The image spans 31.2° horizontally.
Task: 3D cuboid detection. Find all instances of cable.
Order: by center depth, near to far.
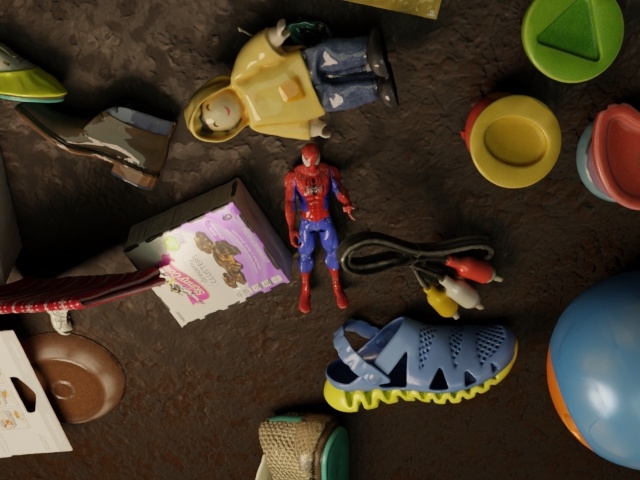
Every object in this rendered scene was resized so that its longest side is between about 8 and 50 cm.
[{"bbox_3d":[0.156,0.036,1.644,0.287,0.072,0.139,19,124,-45],"label":"cable"}]

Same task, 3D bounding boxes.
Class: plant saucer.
[{"bbox_3d":[-0.424,0.239,1.901,0.198,0.036,0.199,1,126,2],"label":"plant saucer"}]

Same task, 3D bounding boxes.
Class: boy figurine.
[{"bbox_3d":[-0.048,-0.203,1.492,0.285,0.092,0.177,-11,127,8],"label":"boy figurine"}]

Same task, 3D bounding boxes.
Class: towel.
[{"bbox_3d":[-0.389,0.074,1.654,0.274,0.199,0.031,-5,97,30],"label":"towel"}]

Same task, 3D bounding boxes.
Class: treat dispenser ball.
[{"bbox_3d":[0.472,0.185,1.650,0.288,0.288,0.288,2,125,2],"label":"treat dispenser ball"}]

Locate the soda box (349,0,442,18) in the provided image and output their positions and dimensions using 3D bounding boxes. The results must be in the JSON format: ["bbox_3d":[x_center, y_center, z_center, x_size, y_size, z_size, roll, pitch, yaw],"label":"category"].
[{"bbox_3d":[0.067,-0.336,1.448,0.181,0.058,0.061,10,125,-4],"label":"soda box"}]

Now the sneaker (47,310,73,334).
[{"bbox_3d":[-0.409,0.115,1.814,0.037,0.032,0.083,-15,124,14],"label":"sneaker"}]

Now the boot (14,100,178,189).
[{"bbox_3d":[-0.307,-0.167,1.596,0.219,0.082,0.106,28,104,-15],"label":"boot"}]

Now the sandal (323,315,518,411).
[{"bbox_3d":[0.145,0.176,1.771,0.317,0.126,0.138,-12,120,10],"label":"sandal"}]

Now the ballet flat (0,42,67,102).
[{"bbox_3d":[-0.459,-0.232,1.551,0.231,0.077,0.077,4,109,3],"label":"ballet flat"}]

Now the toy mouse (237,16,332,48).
[{"bbox_3d":[-0.012,-0.246,1.533,0.143,0.031,0.161,-17,123,15],"label":"toy mouse"}]

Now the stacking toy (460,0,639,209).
[{"bbox_3d":[0.355,-0.193,1.534,0.308,0.130,0.280,13,99,-9],"label":"stacking toy"}]

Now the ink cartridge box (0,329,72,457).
[{"bbox_3d":[-0.557,0.244,1.890,0.238,0.060,0.275,-8,124,12],"label":"ink cartridge box"}]

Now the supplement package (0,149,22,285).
[{"bbox_3d":[-0.512,-0.035,1.669,0.105,0.105,0.179,0,125,3],"label":"supplement package"}]

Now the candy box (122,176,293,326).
[{"bbox_3d":[-0.166,0.021,1.707,0.196,0.070,0.165,-23,121,19],"label":"candy box"}]

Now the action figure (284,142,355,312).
[{"bbox_3d":[0.000,0.000,1.645,0.091,0.139,0.280,-8,123,-3],"label":"action figure"}]

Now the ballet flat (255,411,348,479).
[{"bbox_3d":[-0.018,0.491,2.002,0.182,0.164,0.483,5,123,27],"label":"ballet flat"}]
